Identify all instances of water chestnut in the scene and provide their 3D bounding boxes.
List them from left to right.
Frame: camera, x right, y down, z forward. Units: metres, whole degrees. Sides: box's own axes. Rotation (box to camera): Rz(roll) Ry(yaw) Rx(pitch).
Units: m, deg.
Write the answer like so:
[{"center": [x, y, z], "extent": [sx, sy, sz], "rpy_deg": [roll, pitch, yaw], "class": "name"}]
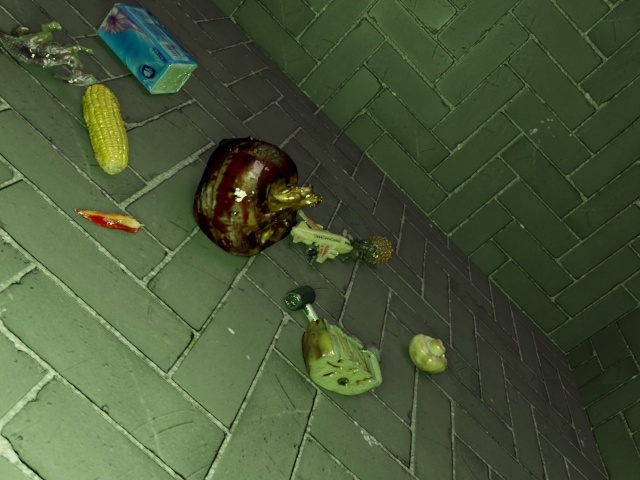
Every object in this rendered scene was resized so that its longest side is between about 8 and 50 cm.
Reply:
[{"center": [-0.162, -0.114, 1.667], "extent": [0.346, 0.336, 0.335], "rpy_deg": [15, 16, 17], "class": "water chestnut"}]

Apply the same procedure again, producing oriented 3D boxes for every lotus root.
[{"center": [0.046, 0.308, 1.585], "extent": [0.234, 0.138, 0.119], "rpy_deg": [34, 32, -30], "class": "lotus root"}]

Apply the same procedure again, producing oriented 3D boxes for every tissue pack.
[{"center": [-0.559, -0.617, 2.004], "extent": [0.263, 0.146, 0.198], "rpy_deg": [46, 21, 0], "class": "tissue pack"}]

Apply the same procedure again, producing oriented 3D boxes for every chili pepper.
[{"center": [-0.472, -0.043, 1.384], "extent": [0.178, 0.027, 0.045], "rpy_deg": [16, 34, -52], "class": "chili pepper"}]

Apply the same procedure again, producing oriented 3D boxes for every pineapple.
[{"center": [0.159, 0.025, 2.269], "extent": [0.277, 0.118, 0.130], "rpy_deg": [5, 66, -55], "class": "pineapple"}]

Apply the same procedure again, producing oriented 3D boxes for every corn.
[{"center": [-0.545, -0.282, 1.566], "extent": [0.101, 0.101, 0.292], "rpy_deg": [20, 39, -47], "class": "corn"}]

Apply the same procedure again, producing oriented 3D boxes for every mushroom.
[{"center": [0.359, 0.376, 2.050], "extent": [0.148, 0.112, 0.148], "rpy_deg": [43, 27, -29], "class": "mushroom"}]

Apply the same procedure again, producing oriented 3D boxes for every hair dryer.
[{"center": [-0.021, 0.220, 1.726], "extent": [0.198, 0.057, 0.100], "rpy_deg": [56, 26, 7], "class": "hair dryer"}]

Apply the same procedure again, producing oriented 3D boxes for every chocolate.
[{"center": [0.109, 0.318, 1.760], "extent": [0.167, 0.072, 0.072], "rpy_deg": [34, 26, -35], "class": "chocolate"}]

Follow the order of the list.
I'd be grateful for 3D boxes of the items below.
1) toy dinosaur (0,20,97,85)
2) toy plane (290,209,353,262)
[{"center": [-0.708, -0.495, 1.596], "extent": [0.293, 0.077, 0.162], "rpy_deg": [19, 42, -3], "class": "toy dinosaur"}, {"center": [0.000, 0.000, 2.041], "extent": [0.256, 0.104, 0.242], "rpy_deg": [28, 27, -38], "class": "toy plane"}]
